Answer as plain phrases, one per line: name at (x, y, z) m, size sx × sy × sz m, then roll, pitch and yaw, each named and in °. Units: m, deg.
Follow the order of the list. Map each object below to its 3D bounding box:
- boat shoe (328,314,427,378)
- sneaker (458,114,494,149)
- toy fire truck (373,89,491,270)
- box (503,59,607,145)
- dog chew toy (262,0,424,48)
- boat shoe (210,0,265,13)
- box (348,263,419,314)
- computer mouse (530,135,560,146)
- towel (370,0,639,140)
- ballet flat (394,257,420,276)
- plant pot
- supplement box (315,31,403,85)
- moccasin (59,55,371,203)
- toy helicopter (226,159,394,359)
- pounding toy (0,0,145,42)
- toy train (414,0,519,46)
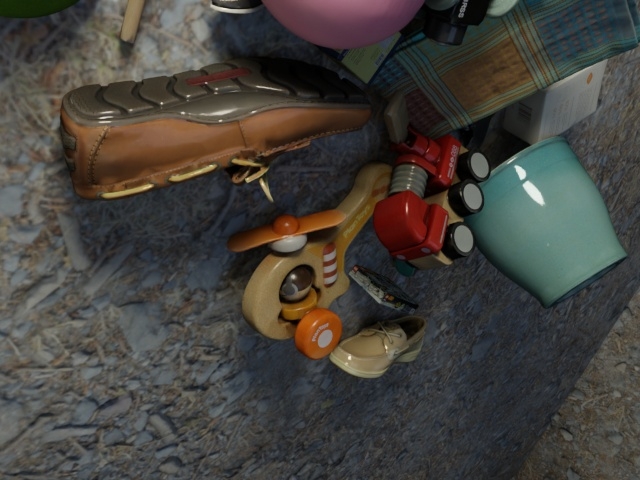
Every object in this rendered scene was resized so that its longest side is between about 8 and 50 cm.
boat shoe at (0.130, 0.212, 1.341) m, size 0.302 × 0.109 × 0.098 m, roll -1°, pitch 118°, yaw -51°
sneaker at (0.269, -0.230, 1.116) m, size 0.089 × 0.051 × 0.170 m, roll -51°, pitch 147°, yaw -3°
toy fire truck at (0.147, -0.099, 0.998) m, size 0.246 × 0.158 × 0.217 m, roll 31°, pitch 63°, yaw -26°
box at (0.446, -0.281, 1.211) m, size 0.170 × 0.091 × 0.130 m, roll -31°, pitch 140°, yaw -20°
dog chew toy at (0.064, -0.334, 0.599) m, size 0.206 × 0.206 × 0.332 m, roll -15°, pitch 168°, yaw -36°
boat shoe at (-0.072, -0.288, 0.730) m, size 0.125 × 0.046 × 0.038 m, roll -23°, pitch 137°, yaw -33°
box at (0.125, 0.096, 1.234) m, size 0.027 × 0.094 × 0.137 m, roll -54°, pitch 143°, yaw 9°
computer mouse at (0.480, -0.210, 1.356) m, size 0.106 × 0.042 × 0.193 m, roll -43°, pitch 149°, yaw 1°
towel at (0.270, -0.277, 0.932) m, size 0.370 × 0.040 × 0.271 m, roll -25°, pitch 150°, yaw 26°
ballet flat at (0.183, -0.019, 1.217) m, size 0.079 × 0.077 × 0.221 m, roll -49°, pitch 153°, yaw -30°
plant pot at (0.442, -0.018, 1.242) m, size 0.271 × 0.255 × 0.271 m, roll -28°, pitch 161°, yaw -11°
supplement box at (0.052, -0.271, 0.859) m, size 0.083 × 0.056 × 0.083 m, roll -54°, pitch 143°, yaw 9°
moccasin at (-0.107, -0.126, 0.765) m, size 0.380 × 0.139 × 0.147 m, roll -21°, pitch 137°, yaw -31°
toy helicopter at (0.000, 0.000, 1.029) m, size 0.355 × 0.140 × 0.235 m, roll -51°, pitch 136°, yaw -13°
pounding toy at (-0.223, -0.263, 0.549) m, size 0.237 × 0.110 × 0.183 m, roll 2°, pitch 121°, yaw -45°
toy train at (0.165, -0.406, 0.737) m, size 0.142 × 0.190 × 0.334 m, roll -9°, pitch 128°, yaw -35°
